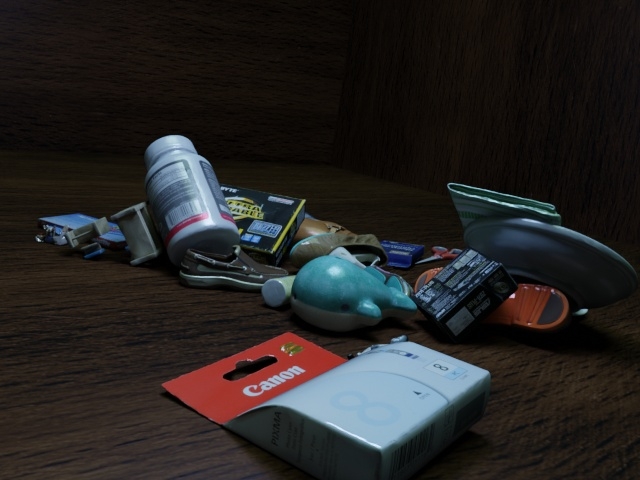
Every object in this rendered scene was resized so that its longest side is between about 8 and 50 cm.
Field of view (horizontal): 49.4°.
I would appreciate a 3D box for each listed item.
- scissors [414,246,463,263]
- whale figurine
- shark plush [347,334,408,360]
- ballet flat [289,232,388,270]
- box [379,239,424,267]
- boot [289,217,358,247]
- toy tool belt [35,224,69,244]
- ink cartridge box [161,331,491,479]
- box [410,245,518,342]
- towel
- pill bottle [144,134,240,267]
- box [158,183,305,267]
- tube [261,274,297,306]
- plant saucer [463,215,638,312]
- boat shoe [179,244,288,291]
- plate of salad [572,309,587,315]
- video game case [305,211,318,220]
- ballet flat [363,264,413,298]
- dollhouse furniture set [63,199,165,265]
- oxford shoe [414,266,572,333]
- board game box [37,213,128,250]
[{"bbox_3d":[0.381,0.053,2.202,0.109,0.021,0.297,13,12,20],"label":"scissors"},{"bbox_3d":[0.073,0.106,1.459,0.272,0.141,0.216,4,13,-23],"label":"whale figurine"},{"bbox_3d":[0.105,0.212,1.211,0.161,0.073,0.067,7,42,-31],"label":"shark plush"},{"bbox_3d":[0.070,0.048,1.862,0.124,0.116,0.342,40,24,31],"label":"ballet flat"},{"bbox_3d":[0.226,0.038,2.109,0.137,0.036,0.225,8,12,19],"label":"box"},{"bbox_3d":[0.000,0.000,2.041,0.220,0.109,0.283,20,9,29],"label":"boot"},{"bbox_3d":[-0.667,-0.021,1.739,0.083,0.051,0.052,10,12,7],"label":"toy tool belt"},{"bbox_3d":[0.010,0.206,1.025,0.385,0.091,0.308,19,20,34],"label":"ink cartridge box"},{"bbox_3d":[0.305,0.113,1.494,0.077,0.180,0.147,50,-3,-22],"label":"box"},{"bbox_3d":[0.437,-0.024,1.619,0.248,0.038,0.325,16,-16,26],"label":"towel"},{"bbox_3d":[-0.328,-0.102,1.709,0.176,0.176,0.318,-1,53,-38],"label":"pill bottle"},{"bbox_3d":[-0.232,-0.045,1.867,0.322,0.079,0.257,12,39,13],"label":"box"},{"bbox_3d":[-0.049,0.108,1.584,0.062,0.070,0.240,-33,-10,22],"label":"tube"},{"bbox_3d":[0.511,0.080,1.607,0.401,0.100,0.400,22,-15,6],"label":"plant saucer"},{"bbox_3d":[-0.189,0.060,1.592,0.258,0.095,0.095,3,13,-25],"label":"boat shoe"},{"bbox_3d":[0.594,0.155,1.818,0.200,0.048,0.200,11,22,-4],"label":"plate of salad"},{"bbox_3d":[-0.137,-0.069,2.369,0.275,0.035,0.248,4,13,-22],"label":"video game case"},{"bbox_3d":[0.173,0.117,1.667,0.079,0.076,0.221,25,4,-26],"label":"ballet flat"},{"bbox_3d":[-0.491,-0.001,1.691,0.184,0.129,0.129,-21,10,6],"label":"dollhouse furniture set"},{"bbox_3d":[0.392,0.153,1.605,0.364,0.129,0.133,13,-15,33],"label":"oxford shoe"},{"bbox_3d":[-0.602,-0.025,1.865,0.281,0.027,0.145,15,15,26],"label":"board game box"}]
